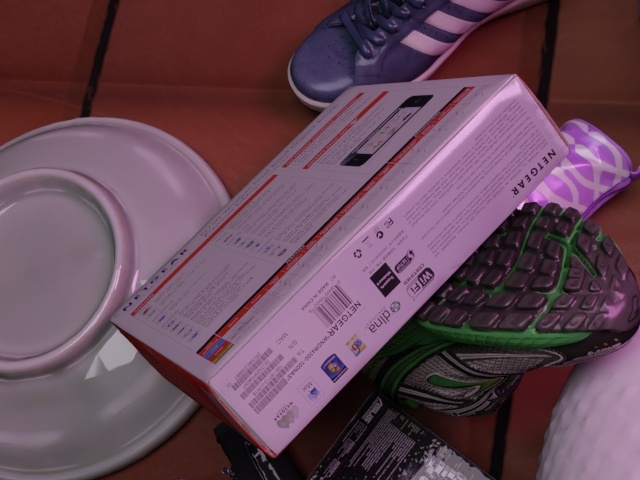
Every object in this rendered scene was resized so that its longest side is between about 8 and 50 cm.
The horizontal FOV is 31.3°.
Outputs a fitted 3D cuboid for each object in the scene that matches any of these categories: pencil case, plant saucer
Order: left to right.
[{"bbox_3d":[-0.276,0.041,1.152,0.401,0.100,0.400,-6,68,15],"label":"plant saucer"},{"bbox_3d":[0.194,-0.016,1.043,0.206,0.086,0.088,-48,59,-5],"label":"pencil case"}]

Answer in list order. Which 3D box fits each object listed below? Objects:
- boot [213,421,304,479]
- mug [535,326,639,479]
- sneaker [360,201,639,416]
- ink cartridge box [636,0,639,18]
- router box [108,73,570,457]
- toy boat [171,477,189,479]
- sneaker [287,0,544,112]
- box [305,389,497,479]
[{"bbox_3d":[-0.037,0.194,1.054,0.121,0.045,0.099,-33,62,10],"label":"boot"},{"bbox_3d":[0.330,0.219,0.799,0.374,0.276,0.328,-16,58,25],"label":"mug"},{"bbox_3d":[0.137,0.068,0.926,0.146,0.343,0.134,48,65,-15],"label":"sneaker"},{"bbox_3d":[0.386,-0.157,0.964,0.131,0.226,0.306,-24,64,6],"label":"ink cartridge box"},{"bbox_3d":[0.000,0.000,0.970,0.335,0.082,0.301,-45,20,-13],"label":"router box"},{"bbox_3d":[-0.102,0.357,0.971,0.268,0.148,0.318,-18,73,14],"label":"toy boat"},{"bbox_3d":[0.109,-0.259,1.126,0.350,0.148,0.131,-33,64,2],"label":"sneaker"},{"bbox_3d":[0.057,0.247,0.987,0.147,0.077,0.180,34,82,25],"label":"box"}]
